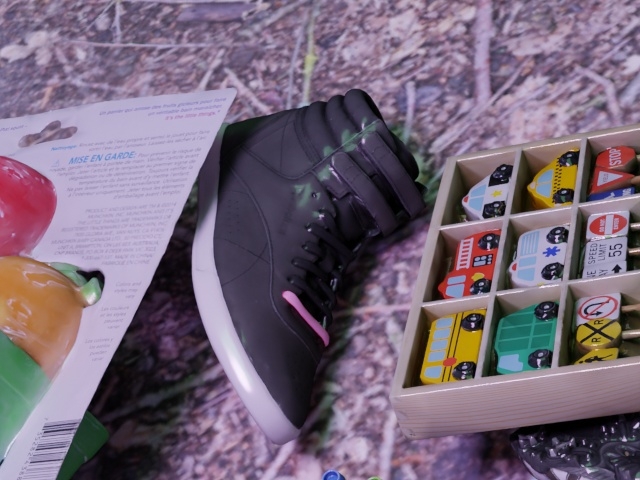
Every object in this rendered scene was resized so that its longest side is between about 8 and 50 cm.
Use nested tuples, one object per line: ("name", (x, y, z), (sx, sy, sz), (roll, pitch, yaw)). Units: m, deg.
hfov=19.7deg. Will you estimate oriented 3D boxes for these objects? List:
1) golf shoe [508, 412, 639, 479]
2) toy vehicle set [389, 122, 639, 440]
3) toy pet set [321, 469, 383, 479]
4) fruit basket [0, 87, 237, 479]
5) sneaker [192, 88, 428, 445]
("golf shoe", (0.176, 0.146, 1.055), (0.077, 0.094, 0.198), (-27, 17, -16))
("toy vehicle set", (0.145, 0.018, 1.156), (0.166, 0.035, 0.267), (-10, 32, 19))
("toy pet set", (0.026, 0.178, 1.104), (0.122, 0.065, 0.114), (4, 54, 30))
("fruit basket", (-0.236, 0.049, 1.279), (0.327, 0.165, 0.353), (-4, 45, 35))
("sneaker", (0.000, 0.000, 1.245), (0.147, 0.104, 0.296), (-22, 40, 15))
